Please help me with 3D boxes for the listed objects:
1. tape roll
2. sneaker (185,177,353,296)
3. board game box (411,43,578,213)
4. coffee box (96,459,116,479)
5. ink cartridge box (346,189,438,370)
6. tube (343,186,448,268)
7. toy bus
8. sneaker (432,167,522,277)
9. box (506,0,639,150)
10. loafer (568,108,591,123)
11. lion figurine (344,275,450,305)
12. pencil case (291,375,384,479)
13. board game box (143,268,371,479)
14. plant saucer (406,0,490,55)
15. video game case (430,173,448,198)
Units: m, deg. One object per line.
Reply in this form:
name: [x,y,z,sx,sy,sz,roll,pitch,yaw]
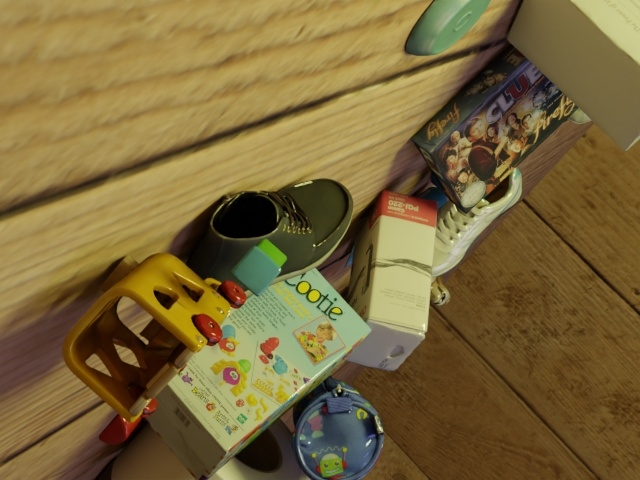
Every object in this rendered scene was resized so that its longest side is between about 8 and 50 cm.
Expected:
tape roll: [-0.159,0.342,1.470,0.169,0.246,0.246,-47,169,19]
sneaker: [-0.032,-0.018,1.001,0.222,0.083,0.118,-35,165,-36]
board game box: [0.251,-0.169,1.379,0.243,0.042,0.165,-44,140,-1]
coffee box: [-0.260,0.401,1.658,0.168,0.119,0.297,-49,168,27]
ink cartridge box: [0.100,0.061,1.470,0.158,0.092,0.218,118,-18,-59]
tube: [0.123,-0.023,1.660,0.207,0.052,0.080,-31,156,-27]
toy bus: [-0.139,0.063,0.853,0.191,0.104,0.202,-50,-175,-31]
sneaker: [0.222,-0.039,1.572,0.229,0.087,0.092,-46,162,-4]
box: [0.433,-0.315,1.216,0.345,0.215,0.168,-41,169,-12]
loafer: [0.545,-0.340,1.837,0.319,0.112,0.111,-48,166,-22]
lion figurine: [0.066,0.159,1.970,0.392,0.142,0.240,-33,-179,22]
pencil case: [0.019,0.265,1.437,0.306,0.119,0.133,117,-22,-86]
board game box: [-0.090,0.171,1.344,0.275,0.144,0.142,-36,168,-34]
plant saucer: [0.135,-0.224,0.995,0.119,0.021,0.119,-42,169,-11]
video game case: [0.285,-0.189,1.564,0.244,0.061,0.269,-43,169,-6]
